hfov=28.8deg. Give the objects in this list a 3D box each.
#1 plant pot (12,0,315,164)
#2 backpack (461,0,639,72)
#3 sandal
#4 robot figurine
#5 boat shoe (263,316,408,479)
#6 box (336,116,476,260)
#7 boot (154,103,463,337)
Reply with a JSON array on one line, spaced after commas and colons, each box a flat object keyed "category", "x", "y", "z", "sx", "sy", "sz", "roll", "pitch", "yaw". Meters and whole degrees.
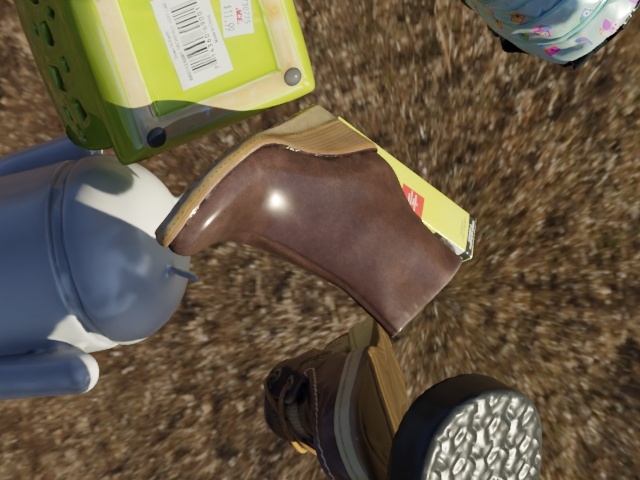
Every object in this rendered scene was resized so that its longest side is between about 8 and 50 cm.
[{"category": "plant pot", "x": -0.142, "y": -0.205, "z": 1.136, "sx": 0.227, "sy": 0.207, "sz": 0.228, "roll": -23, "pitch": 116, "yaw": -15}, {"category": "backpack", "x": 0.180, "y": -0.215, "z": 1.007, "sx": 0.115, "sy": 0.182, "sz": 0.152, "roll": 28, "pitch": 111, "yaw": -25}, {"category": "sandal", "x": 0.081, "y": 0.316, "z": 1.009, "sx": 0.167, "sy": 0.107, "sz": 0.446, "roll": 2, "pitch": 102, "yaw": -37}, {"category": "robot figurine", "x": -0.287, "y": 0.025, "z": 1.301, "sx": 0.353, "sy": 0.200, "sz": 0.300, "roll": -13, "pitch": 64, "yaw": 14}, {"category": "boat shoe", "x": 0.009, "y": 0.154, "z": 1.137, "sx": 0.123, "sy": 0.342, "sz": 0.123, "roll": -18, "pitch": 99, "yaw": 7}, {"category": "box", "x": 0.068, "y": -0.044, "z": 1.400, "sx": 0.087, "sy": 0.232, "sz": 0.058, "roll": -23, "pitch": 44, "yaw": 40}, {"category": "boot", "x": 0.000, "y": 0.000, "z": 1.064, "sx": 0.207, "sy": 0.248, "sz": 0.090, "roll": 49, "pitch": 136, "yaw": 4}]
